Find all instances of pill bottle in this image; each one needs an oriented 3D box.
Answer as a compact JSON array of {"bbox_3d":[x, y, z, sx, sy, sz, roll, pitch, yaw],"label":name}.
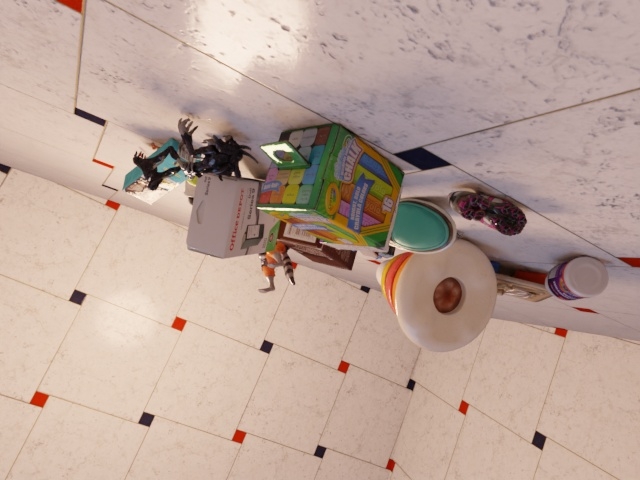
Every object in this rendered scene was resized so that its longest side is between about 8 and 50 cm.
[{"bbox_3d":[0.697,0.111,1.293,0.108,0.108,0.193,15,171,9],"label":"pill bottle"}]

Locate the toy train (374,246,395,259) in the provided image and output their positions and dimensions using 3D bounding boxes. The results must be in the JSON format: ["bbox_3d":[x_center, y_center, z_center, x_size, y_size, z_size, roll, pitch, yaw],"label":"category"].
[{"bbox_3d":[0.187,0.012,1.726,0.184,0.080,0.105,21,161,-17],"label":"toy train"}]

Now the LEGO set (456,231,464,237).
[{"bbox_3d":[0.380,-0.016,1.361,0.054,0.023,0.083,20,170,-21],"label":"LEGO set"}]

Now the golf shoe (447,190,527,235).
[{"bbox_3d":[0.362,-0.067,1.008,0.186,0.067,0.086,20,-163,-20],"label":"golf shoe"}]

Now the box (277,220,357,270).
[{"bbox_3d":[0.000,0.000,1.789,0.191,0.143,0.381,12,172,24],"label":"box"}]

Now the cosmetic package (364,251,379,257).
[{"bbox_3d":[0.156,-0.017,1.533,0.061,0.098,0.239,11,170,19],"label":"cosmetic package"}]

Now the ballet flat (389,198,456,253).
[{"bbox_3d":[0.215,-0.040,1.247,0.139,0.139,0.400,24,167,-37],"label":"ballet flat"}]

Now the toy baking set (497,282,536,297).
[{"bbox_3d":[0.600,0.174,1.602,0.256,0.030,0.197,17,168,-25],"label":"toy baking set"}]

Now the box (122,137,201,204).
[{"bbox_3d":[-0.460,-0.194,1.345,0.244,0.060,0.101,-25,142,34],"label":"box"}]

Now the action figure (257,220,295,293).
[{"bbox_3d":[-0.169,0.052,1.864,0.179,0.330,0.341,6,140,1],"label":"action figure"}]

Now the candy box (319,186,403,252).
[{"bbox_3d":[0.097,-0.061,1.153,0.070,0.164,0.196,20,170,-32],"label":"candy box"}]

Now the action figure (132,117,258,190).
[{"bbox_3d":[-0.288,-0.206,1.093,0.276,0.140,0.164,-11,157,7],"label":"action figure"}]

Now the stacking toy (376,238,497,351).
[{"bbox_3d":[0.312,0.142,1.579,0.351,0.350,0.480,20,179,-22],"label":"stacking toy"}]

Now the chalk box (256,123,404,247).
[{"bbox_3d":[0.003,-0.115,0.953,0.289,0.179,0.180,24,168,-41],"label":"chalk box"}]

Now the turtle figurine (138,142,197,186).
[{"bbox_3d":[-0.459,-0.216,1.449,0.218,0.087,0.269,18,167,-23],"label":"turtle figurine"}]

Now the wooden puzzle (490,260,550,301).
[{"bbox_3d":[0.659,0.142,1.674,0.348,0.080,0.322,9,170,14],"label":"wooden puzzle"}]

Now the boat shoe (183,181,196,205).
[{"bbox_3d":[-0.456,-0.166,1.749,0.096,0.088,0.267,17,171,-5],"label":"boat shoe"}]

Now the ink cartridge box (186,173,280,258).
[{"bbox_3d":[-0.224,-0.069,1.298,0.122,0.211,0.289,14,-171,20],"label":"ink cartridge box"}]
